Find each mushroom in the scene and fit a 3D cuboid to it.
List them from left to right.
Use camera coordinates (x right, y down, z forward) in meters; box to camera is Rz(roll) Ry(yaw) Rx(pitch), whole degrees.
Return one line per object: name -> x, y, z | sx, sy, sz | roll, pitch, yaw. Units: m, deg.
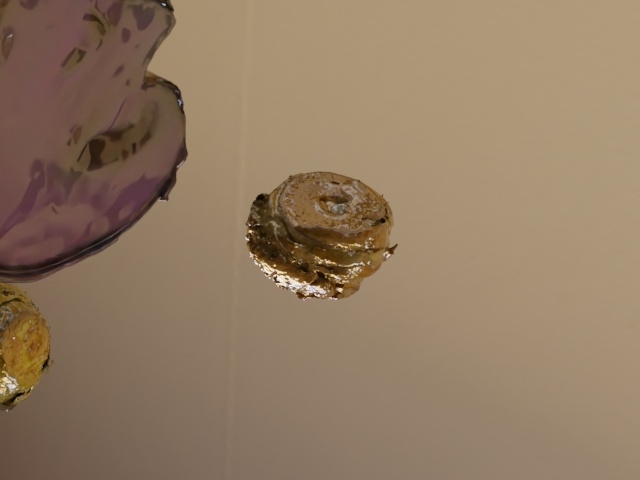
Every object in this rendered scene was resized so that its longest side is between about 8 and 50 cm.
mushroom -> -0.149, -0.062, 0.560 | 0.117, 0.188, 0.141 | 16, -98, 27

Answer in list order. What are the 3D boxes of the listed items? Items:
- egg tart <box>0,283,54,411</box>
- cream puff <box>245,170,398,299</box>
egg tart -> -0.309, 0.104, 1.347 | 0.052, 0.130, 0.130 | -4, -88, 31
cream puff -> 0.000, 0.000, 1.188 | 0.104, 0.133, 0.119 | 95, -28, -43
